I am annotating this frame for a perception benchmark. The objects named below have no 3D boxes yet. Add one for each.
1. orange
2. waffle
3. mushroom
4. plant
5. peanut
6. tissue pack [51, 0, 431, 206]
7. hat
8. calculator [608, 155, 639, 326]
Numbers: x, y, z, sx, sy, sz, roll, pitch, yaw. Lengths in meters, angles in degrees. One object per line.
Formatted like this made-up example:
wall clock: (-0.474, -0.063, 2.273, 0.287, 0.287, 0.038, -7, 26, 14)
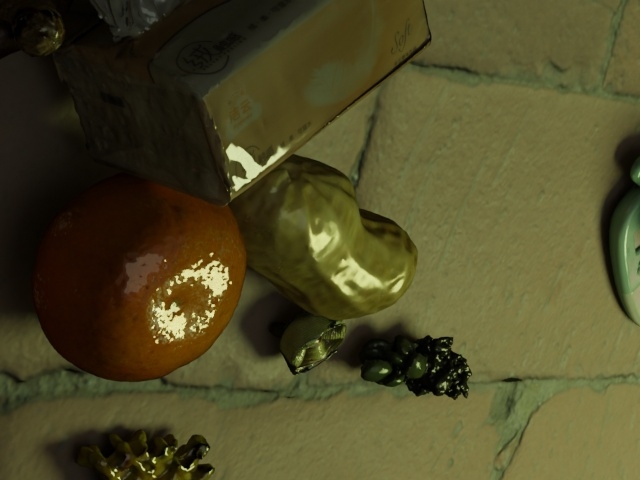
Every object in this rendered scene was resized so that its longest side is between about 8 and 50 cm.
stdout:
orange: (-0.184, 0.030, 1.607, 0.224, 0.170, 0.224, -23, 126, -37)
waffle: (-0.218, 0.319, 1.776, 0.228, 0.051, 0.232, -6, 111, -42)
mushroom: (-0.264, -0.210, 1.413, 0.227, 0.217, 0.148, -43, 129, -20)
plant: (0.115, 0.153, 1.980, 0.174, 0.085, 0.087, 13, 125, -38)
peanut: (0.000, 0.000, 1.782, 0.147, 0.147, 0.305, -57, 136, -8)
tissue pack: (-0.080, -0.216, 1.546, 0.305, 0.238, 0.239, -40, 129, -31)
hat: (-0.014, 0.107, 1.863, 0.077, 0.059, 0.076, -28, 158, -18)
calculator: (0.469, -0.005, 2.250, 0.184, 0.042, 0.295, -34, 128, -26)
